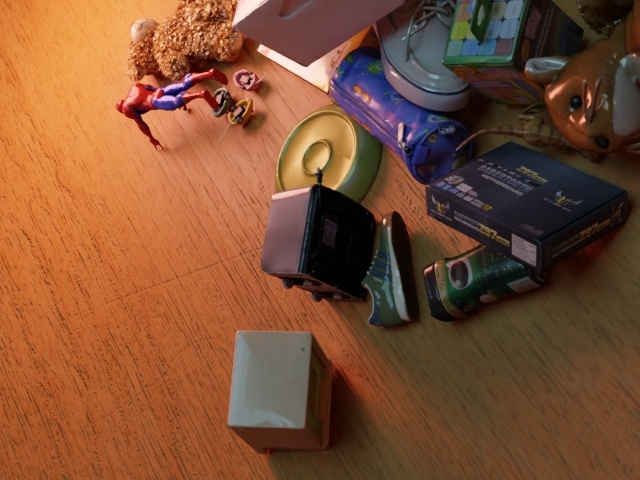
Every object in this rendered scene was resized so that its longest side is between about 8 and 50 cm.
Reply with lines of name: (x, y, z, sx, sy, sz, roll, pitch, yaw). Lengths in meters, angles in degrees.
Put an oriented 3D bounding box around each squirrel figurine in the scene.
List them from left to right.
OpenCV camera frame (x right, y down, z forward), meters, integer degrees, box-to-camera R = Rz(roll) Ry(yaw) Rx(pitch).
squirrel figurine: (0.472, -0.300, 1.582, 0.370, 0.281, 0.397, -41, 35, 34)

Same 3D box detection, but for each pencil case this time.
pencil case: (0.126, -0.208, 1.886, 0.306, 0.133, 0.119, 49, 127, 43)

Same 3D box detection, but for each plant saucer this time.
plant saucer: (0.002, -0.142, 2.029, 0.241, 0.037, 0.241, -18, 60, 35)

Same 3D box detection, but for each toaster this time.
toaster: (0.000, 0.000, 1.876, 0.110, 0.168, 0.185, -6, 68, 40)

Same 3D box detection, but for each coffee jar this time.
coffee jar: (0.241, 0.053, 1.705, 0.184, 0.079, 0.096, -25, 60, 30)

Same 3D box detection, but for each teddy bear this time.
teddy bear: (-0.278, -0.431, 2.349, 0.338, 0.113, 0.245, 13, 78, 43)

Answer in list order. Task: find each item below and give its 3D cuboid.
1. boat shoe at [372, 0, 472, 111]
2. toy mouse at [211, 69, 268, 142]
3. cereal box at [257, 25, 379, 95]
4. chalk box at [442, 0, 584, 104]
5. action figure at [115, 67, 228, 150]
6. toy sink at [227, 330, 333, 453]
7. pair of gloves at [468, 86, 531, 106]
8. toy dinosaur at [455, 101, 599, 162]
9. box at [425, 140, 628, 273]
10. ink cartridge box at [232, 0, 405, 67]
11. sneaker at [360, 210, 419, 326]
boat shoe: (0.168, -0.368, 1.864, 0.367, 0.136, 0.156, -103, 15, -47)
toy mouse: (-0.165, -0.286, 2.240, 0.161, 0.031, 0.143, -47, 48, 14)
cereal box: (0.003, -0.378, 2.124, 0.240, 0.047, 0.173, 38, 96, 44)
chalk box: (0.276, -0.301, 1.707, 0.132, 0.213, 0.132, 8, 78, 43)
action figure: (-0.290, -0.263, 2.289, 0.280, 0.139, 0.091, -1, 56, 36)
toy sink: (-0.053, 0.249, 1.819, 0.131, 0.234, 0.153, 0, 68, 10)
pair of gloves: (0.316, -0.288, 1.833, 0.198, 0.023, 0.159, 8, 78, 43)
toy dinosaur: (0.312, -0.163, 1.696, 0.211, 0.112, 0.064, 9, 112, 5)
box: (0.295, -0.054, 1.649, 0.233, 0.183, 0.059, 33, 139, 44)
ink cartridge box: (0.022, -0.528, 1.897, 0.285, 0.166, 0.395, -25, 48, 52)
sneaker: (0.100, 0.050, 1.837, 0.086, 0.064, 0.192, -20, 62, 28)
